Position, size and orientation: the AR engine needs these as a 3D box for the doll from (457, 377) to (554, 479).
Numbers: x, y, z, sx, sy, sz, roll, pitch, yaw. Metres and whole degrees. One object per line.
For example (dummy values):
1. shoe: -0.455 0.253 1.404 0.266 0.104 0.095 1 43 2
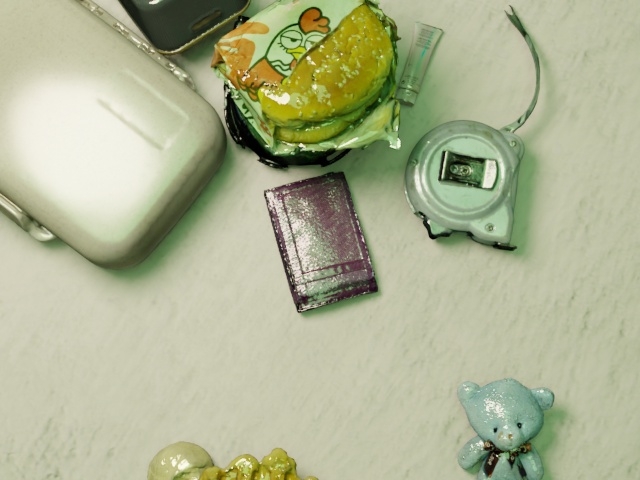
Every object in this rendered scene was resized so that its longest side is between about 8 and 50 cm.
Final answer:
1. doll: 0.223 0.257 1.467 0.120 0.075 0.180 4 80 2

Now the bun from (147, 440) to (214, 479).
1. bun: -0.170 0.288 1.462 0.086 0.055 0.086 0 83 -2

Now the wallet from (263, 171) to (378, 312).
1. wallet: 0.000 0.000 1.525 0.111 0.030 0.166 -16 81 -3

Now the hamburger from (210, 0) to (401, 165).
1. hamburger: 0.005 -0.191 1.398 0.214 0.125 0.235 -33 67 -3

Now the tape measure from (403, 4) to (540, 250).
1. tape measure: 0.198 -0.159 1.529 0.164 0.084 0.330 7 82 -5

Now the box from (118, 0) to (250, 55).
1. box: -0.193 -0.345 1.506 0.144 0.090 0.201 -32 56 -6

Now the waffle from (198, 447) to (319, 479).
1. waffle: -0.081 0.395 1.435 0.291 0.051 0.291 0 89 -9

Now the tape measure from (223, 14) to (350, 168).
1. tape measure: -0.024 -0.186 1.516 0.199 0.112 0.186 0 83 0

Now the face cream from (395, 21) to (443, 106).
1. face cream: 0.127 -0.232 1.570 0.038 0.020 0.115 18 80 2

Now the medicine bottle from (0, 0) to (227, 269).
1. medicine bottle: -0.316 -0.152 1.494 0.375 0.123 0.282 37 84 3
